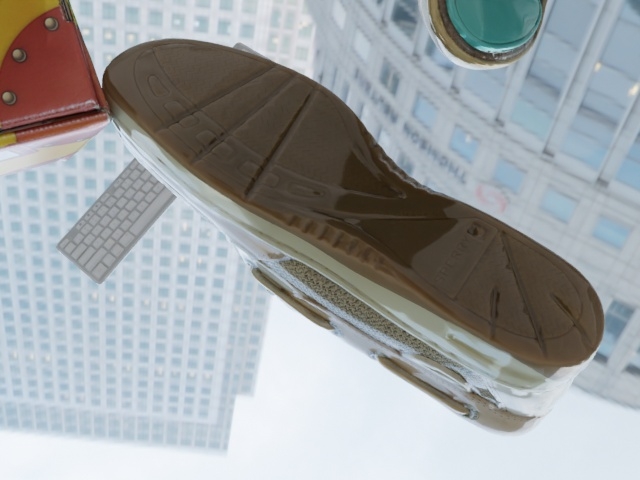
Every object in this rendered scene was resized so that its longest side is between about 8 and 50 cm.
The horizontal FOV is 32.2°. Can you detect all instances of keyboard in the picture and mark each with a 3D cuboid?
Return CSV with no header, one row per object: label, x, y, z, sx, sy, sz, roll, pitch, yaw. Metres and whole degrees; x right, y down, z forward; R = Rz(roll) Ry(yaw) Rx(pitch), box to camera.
keyboard,-0.134,-0.073,1.002,0.072,0.014,0.256,33,-101,41

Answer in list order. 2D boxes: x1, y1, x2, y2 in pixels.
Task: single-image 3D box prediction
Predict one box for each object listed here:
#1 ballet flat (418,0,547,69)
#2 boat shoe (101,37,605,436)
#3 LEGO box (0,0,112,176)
ballet flat,0.104,-0.160,0.691,0.080,0.073,0.232,50,-136,-13
boat shoe,0.000,0.000,0.674,0.341,0.110,0.121,36,-131,15
LEGO box,-0.421,-0.172,0.624,0.500,0.193,0.373,-17,-88,-22
